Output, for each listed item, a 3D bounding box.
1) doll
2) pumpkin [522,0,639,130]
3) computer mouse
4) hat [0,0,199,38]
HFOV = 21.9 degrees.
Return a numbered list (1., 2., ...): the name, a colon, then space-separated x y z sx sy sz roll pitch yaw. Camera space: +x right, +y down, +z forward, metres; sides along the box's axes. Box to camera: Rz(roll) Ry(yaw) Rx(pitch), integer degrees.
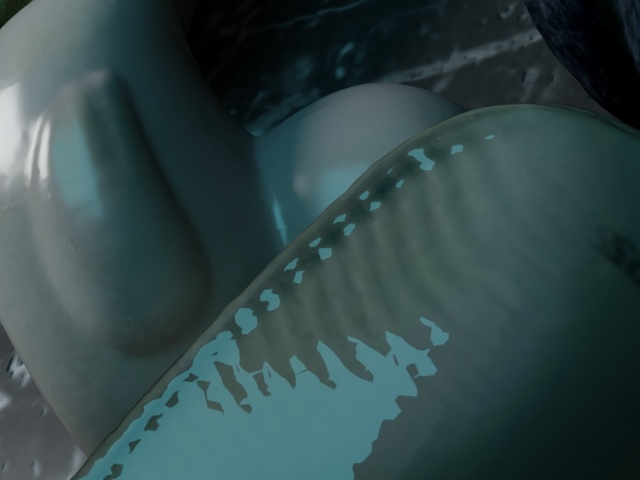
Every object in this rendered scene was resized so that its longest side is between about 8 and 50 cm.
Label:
1. doll: -0.026 -0.009 0.684 0.221 0.221 0.251 -31 86 5
2. pumpkin: 0.239 -0.169 0.614 0.363 0.266 0.363 -19 48 22
3. computer mouse: 0.035 0.095 0.557 0.331 0.197 0.095 -46 3 -18
4. hat: -0.130 -0.139 0.935 0.252 0.110 0.252 -25 36 20
